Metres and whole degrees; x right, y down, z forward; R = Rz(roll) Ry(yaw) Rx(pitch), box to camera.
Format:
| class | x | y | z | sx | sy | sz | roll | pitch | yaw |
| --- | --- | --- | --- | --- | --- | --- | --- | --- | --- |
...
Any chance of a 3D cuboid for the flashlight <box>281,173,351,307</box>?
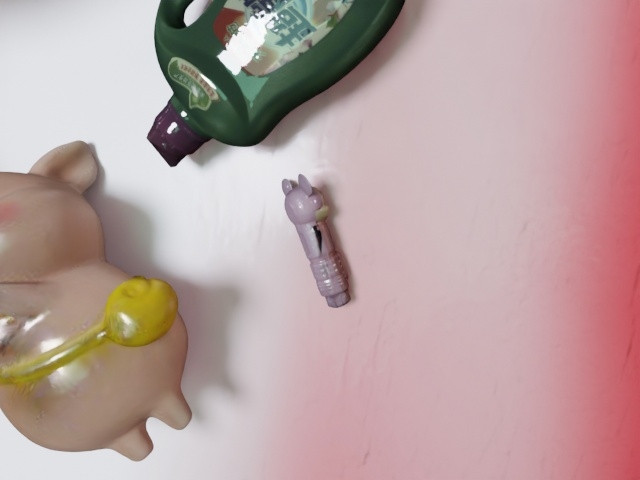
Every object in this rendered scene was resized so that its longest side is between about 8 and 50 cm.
| class | x | y | z | sx | sy | sz | roll | pitch | yaw |
| --- | --- | --- | --- | --- | --- | --- | --- | --- | --- |
| flashlight | 0.000 | 0.000 | 0.367 | 0.031 | 0.052 | 0.110 | -25 | 100 | -25 |

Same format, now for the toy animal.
| class | x | y | z | sx | sy | sz | roll | pitch | yaw |
| --- | --- | --- | --- | --- | --- | --- | --- | --- | --- |
| toy animal | -0.194 | 0.054 | 0.350 | 0.165 | 0.149 | 0.248 | -37 | 83 | -5 |

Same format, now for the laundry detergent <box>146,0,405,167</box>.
| class | x | y | z | sx | sy | sz | roll | pitch | yaw |
| --- | --- | --- | --- | --- | --- | --- | --- | --- | --- |
| laundry detergent | -0.056 | -0.149 | 0.337 | 0.221 | 0.078 | 0.144 | -40 | 88 | 13 |
